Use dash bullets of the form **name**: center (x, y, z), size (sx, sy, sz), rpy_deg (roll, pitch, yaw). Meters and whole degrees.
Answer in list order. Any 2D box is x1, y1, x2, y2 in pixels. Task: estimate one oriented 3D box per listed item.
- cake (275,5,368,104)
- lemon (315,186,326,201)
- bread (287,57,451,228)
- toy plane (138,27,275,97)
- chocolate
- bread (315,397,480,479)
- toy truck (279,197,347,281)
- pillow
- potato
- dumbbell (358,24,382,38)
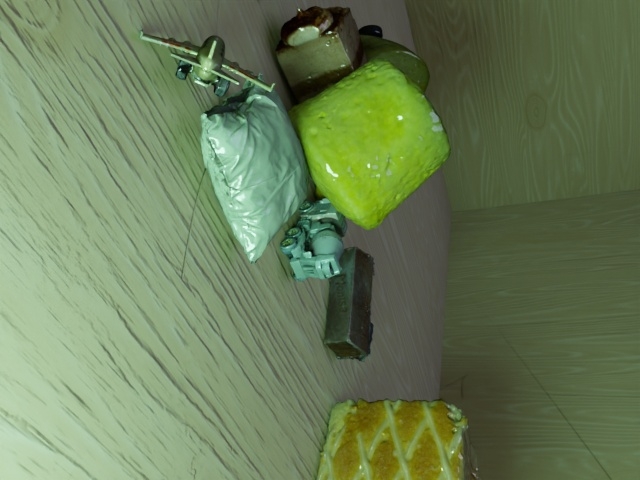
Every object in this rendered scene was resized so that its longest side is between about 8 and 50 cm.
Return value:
- **cake**: center (0.003, -0.482, 1.349), size (0.293, 0.196, 0.198), rpy_deg (60, 30, -37)
- **lemon**: center (0.025, -0.132, 1.440), size (0.082, 0.082, 0.110), rpy_deg (54, 30, -51)
- **bread**: center (0.109, -0.233, 1.209), size (0.348, 0.308, 0.348), rpy_deg (49, 10, -11)
- **toy plane**: center (-0.194, -0.309, 0.892), size (0.244, 0.229, 0.092), rpy_deg (-117, -132, -67)
- **chocolate**: center (0.082, 0.175, 1.470), size (0.112, 0.112, 0.321), rpy_deg (42, 46, -47)
- **bread**: center (0.197, 0.622, 1.274), size (0.390, 0.371, 0.279), rpy_deg (-76, 151, -42)
- **toy truck**: center (0.000, 0.000, 1.265), size (0.256, 0.140, 0.108), rpy_deg (-68, 144, -49)
- **pillow**: center (-0.125, -0.146, 1.006), size (0.283, 0.138, 0.310), rpy_deg (-66, 146, -50)
- **potato**: center (0.196, -0.553, 1.677), size (0.330, 0.213, 0.280), rpy_deg (75, -9, -54)
- **dumbbell**: center (0.198, -0.725, 1.993), size (0.100, 0.100, 0.191), rpy_deg (10, 74, -67)
